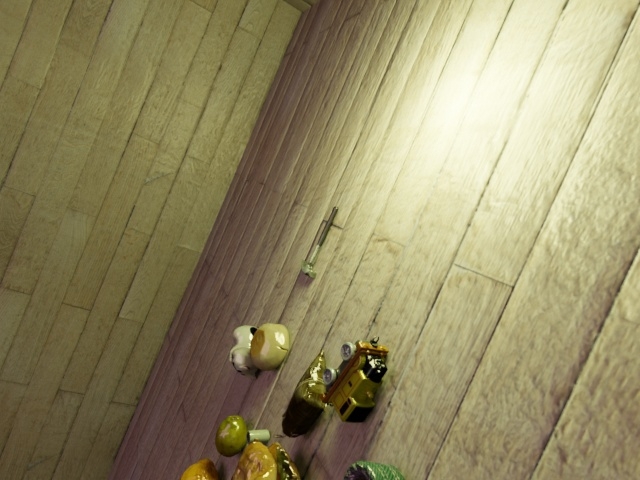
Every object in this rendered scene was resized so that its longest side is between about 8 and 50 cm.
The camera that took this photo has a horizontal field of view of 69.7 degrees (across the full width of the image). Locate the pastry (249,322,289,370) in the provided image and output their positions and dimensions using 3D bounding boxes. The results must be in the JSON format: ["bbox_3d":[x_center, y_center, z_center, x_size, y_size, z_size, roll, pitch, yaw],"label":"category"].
[{"bbox_3d":[-0.165,0.343,1.493,0.156,0.092,0.156,-32,48,44],"label":"pastry"}]

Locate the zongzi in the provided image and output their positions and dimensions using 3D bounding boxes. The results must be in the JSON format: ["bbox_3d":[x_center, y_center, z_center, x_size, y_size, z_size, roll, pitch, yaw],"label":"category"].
[{"bbox_3d":[-0.041,0.409,1.215,0.187,0.084,0.184,-58,12,31],"label":"zongzi"}]

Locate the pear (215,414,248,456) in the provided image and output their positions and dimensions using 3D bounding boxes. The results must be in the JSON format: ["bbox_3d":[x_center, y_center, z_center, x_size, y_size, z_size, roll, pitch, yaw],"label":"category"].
[{"bbox_3d":[-0.287,0.635,1.486,0.107,0.107,0.131,9,87,65],"label":"pear"}]

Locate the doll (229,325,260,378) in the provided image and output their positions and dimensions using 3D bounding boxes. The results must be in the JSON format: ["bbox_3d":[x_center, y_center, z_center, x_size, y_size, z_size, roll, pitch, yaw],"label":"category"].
[{"bbox_3d":[-0.261,0.391,1.625,0.107,0.110,0.180,-11,49,15],"label":"doll"}]

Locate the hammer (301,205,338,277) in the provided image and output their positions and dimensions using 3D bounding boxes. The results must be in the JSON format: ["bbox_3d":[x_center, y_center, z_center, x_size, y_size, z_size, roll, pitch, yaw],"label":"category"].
[{"bbox_3d":[0.000,0.000,1.514,0.246,0.029,0.103,-66,25,0],"label":"hammer"}]

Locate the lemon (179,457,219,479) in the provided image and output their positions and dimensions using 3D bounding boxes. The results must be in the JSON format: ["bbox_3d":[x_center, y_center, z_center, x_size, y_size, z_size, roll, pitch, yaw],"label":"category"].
[{"bbox_3d":[-0.404,0.819,1.522,0.142,0.142,0.187,-46,26,39],"label":"lemon"}]

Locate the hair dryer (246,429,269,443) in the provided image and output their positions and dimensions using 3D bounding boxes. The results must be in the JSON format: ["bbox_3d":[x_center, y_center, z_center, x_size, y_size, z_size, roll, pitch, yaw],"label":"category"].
[{"bbox_3d":[-0.195,0.623,1.368,0.038,0.063,0.124,33,112,63],"label":"hair dryer"}]

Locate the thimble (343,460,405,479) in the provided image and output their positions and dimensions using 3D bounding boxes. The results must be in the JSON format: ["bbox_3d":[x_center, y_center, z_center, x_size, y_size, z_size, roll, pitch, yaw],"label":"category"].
[{"bbox_3d":[0.101,0.480,0.839,0.118,0.090,0.135,-50,31,35],"label":"thimble"}]

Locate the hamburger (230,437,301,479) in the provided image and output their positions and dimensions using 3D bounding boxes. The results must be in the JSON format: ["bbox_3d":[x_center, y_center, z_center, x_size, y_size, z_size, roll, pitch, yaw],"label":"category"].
[{"bbox_3d":[-0.136,0.672,1.079,0.209,0.162,0.329,14,81,63],"label":"hamburger"}]

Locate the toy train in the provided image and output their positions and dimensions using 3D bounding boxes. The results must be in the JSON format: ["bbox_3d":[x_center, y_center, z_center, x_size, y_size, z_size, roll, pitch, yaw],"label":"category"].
[{"bbox_3d":[0.083,0.312,1.026,0.219,0.089,0.127,-58,37,19],"label":"toy train"}]
